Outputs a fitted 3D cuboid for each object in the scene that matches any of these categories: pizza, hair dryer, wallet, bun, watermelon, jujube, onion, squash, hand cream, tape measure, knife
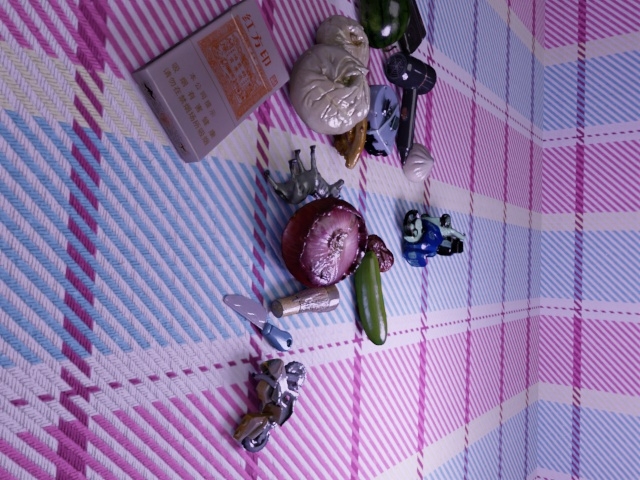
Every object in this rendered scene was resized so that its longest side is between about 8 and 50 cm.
[{"bbox_3d":[0.080,-0.321,1.502,0.058,0.127,0.247,3,96,-31],"label":"pizza"},{"bbox_3d":[0.282,-0.425,1.785,0.189,0.107,0.353,2,94,-51],"label":"hair dryer"},{"bbox_3d":[0.272,-0.798,1.803,0.170,0.044,0.321,-54,131,-35],"label":"wallet"},{"bbox_3d":[0.034,-0.385,1.366,0.229,0.145,0.230,4,84,-35],"label":"bun"},{"bbox_3d":[0.209,-0.694,1.652,0.204,0.127,0.232,-37,123,-47],"label":"watermelon"},{"bbox_3d":[0.177,0.038,1.657,0.077,0.077,0.129,-53,124,-39],"label":"jujube"},{"bbox_3d":[0.005,0.006,1.357,0.248,0.161,0.248,2,87,-43],"label":"onion"},{"bbox_3d":[0.067,-0.526,1.474,0.188,0.111,0.164,48,56,-46],"label":"bun"},{"bbox_3d":[0.149,0.173,1.613,0.082,0.082,0.293,-23,107,-51],"label":"squash"},{"bbox_3d":[-0.044,0.154,1.369,0.203,0.084,0.084,-7,96,-45],"label":"hand cream"},{"bbox_3d":[0.170,-0.371,1.620,0.181,0.107,0.182,39,62,-54],"label":"tape measure"},{"bbox_3d":[0.348,-0.271,1.869,0.138,0.094,0.138,7,81,-53],"label":"bun"},{"bbox_3d":[-0.141,0.186,1.276,0.244,0.032,0.058,50,54,-36],"label":"knife"}]

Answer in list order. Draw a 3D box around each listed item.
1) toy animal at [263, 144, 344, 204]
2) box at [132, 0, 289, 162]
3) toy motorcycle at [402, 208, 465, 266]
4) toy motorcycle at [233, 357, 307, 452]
[{"bbox_3d":[-0.035,-0.140,1.371,0.217,0.073,0.176,-38,117,-42],"label":"toy animal"},{"bbox_3d":[-0.211,-0.348,1.151,0.365,0.051,0.205,-54,130,-38],"label":"box"},{"bbox_3d":[0.384,-0.002,1.903,0.331,0.125,0.197,7,87,-50],"label":"toy motorcycle"},{"bbox_3d":[-0.125,0.366,1.250,0.130,0.094,0.229,48,66,-36],"label":"toy motorcycle"}]
